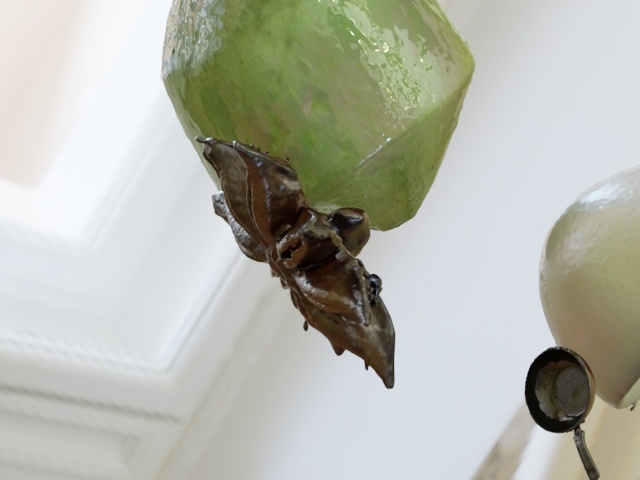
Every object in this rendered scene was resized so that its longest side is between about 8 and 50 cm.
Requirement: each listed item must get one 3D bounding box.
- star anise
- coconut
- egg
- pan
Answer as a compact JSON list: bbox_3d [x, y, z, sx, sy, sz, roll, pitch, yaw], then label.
[{"bbox_3d":[0.000,0.000,1.404,0.272,0.102,0.272,49,-13,15],"label":"star anise"},{"bbox_3d":[-0.003,-0.148,1.653,0.328,0.328,0.281,34,35,6],"label":"coconut"},{"bbox_3d":[0.284,0.013,1.440,0.162,0.271,0.206,45,33,17],"label":"egg"},{"bbox_3d":[0.198,0.136,1.285,0.023,0.068,0.115,8,50,-38],"label":"pan"}]
